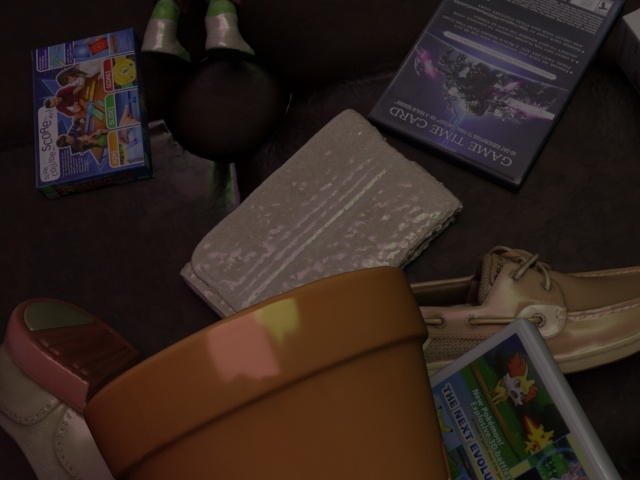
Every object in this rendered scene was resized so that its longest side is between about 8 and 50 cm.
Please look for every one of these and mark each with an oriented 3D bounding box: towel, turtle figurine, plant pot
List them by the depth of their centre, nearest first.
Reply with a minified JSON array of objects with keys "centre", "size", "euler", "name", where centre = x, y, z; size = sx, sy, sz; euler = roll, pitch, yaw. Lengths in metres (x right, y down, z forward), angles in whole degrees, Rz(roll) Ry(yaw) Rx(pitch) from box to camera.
[{"centre":[-0.021,0.176,0.739],"size":[0.291,0.291,0.203],"euler":[-24,76,-2],"name":"plant pot"},{"centre":[0.000,0.000,0.997],"size":[0.282,0.049,0.187],"euler":[-43,69,-11],"name":"towel"},{"centre":[-0.135,-0.352,1.134],"size":[0.197,0.274,0.266],"euler":[3,88,-13],"name":"turtle figurine"}]

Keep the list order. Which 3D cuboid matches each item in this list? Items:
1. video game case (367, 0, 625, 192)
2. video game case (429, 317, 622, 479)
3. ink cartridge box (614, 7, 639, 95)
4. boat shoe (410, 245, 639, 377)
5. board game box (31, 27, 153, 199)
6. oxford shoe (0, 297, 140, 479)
[{"centre":[0.207,-0.209,1.063],"size":[0.196,0.026,0.274],"euler":[27,75,18],"name":"video game case"},{"centre":[0.131,0.280,0.773],"size":[0.300,0.036,0.329],"euler":[-38,54,22],"name":"video game case"},{"centre":[0.379,-0.189,0.993],"size":[0.052,0.088,0.122],"euler":[-24,66,1],"name":"ink cartridge box"},{"centre":[0.187,0.066,0.881],"size":[0.341,0.121,0.110],"euler":[-13,104,4],"name":"boat shoe"},{"centre":[-0.283,-0.158,1.111],"size":[0.136,0.035,0.201],"euler":[-11,66,4],"name":"board game box"},{"centre":[-0.180,0.231,0.907],"size":[0.397,0.140,0.146],"euler":[41,111,16],"name":"oxford shoe"}]
